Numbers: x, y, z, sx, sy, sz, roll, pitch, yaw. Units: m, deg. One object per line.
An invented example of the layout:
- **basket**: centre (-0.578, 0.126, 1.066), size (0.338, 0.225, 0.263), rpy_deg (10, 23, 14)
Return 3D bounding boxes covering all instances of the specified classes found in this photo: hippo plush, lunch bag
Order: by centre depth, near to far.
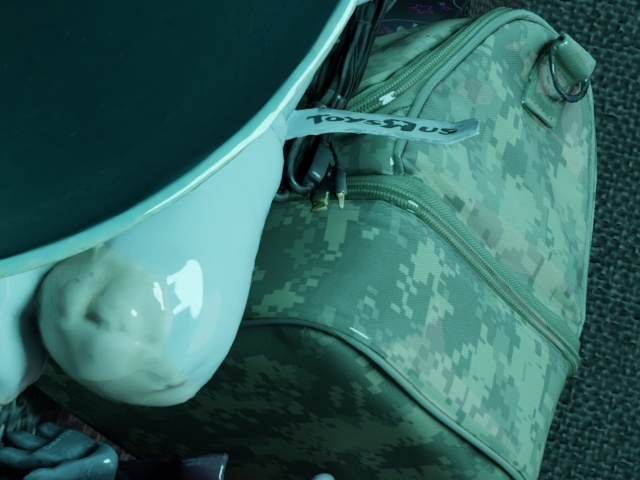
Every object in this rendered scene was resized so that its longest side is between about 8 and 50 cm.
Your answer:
- **hippo plush**: centre (-0.097, -0.087, 0.705), size (0.237, 0.294, 0.234), rpy_deg (73, 9, -51)
- **lunch bag**: centre (0.000, 0.000, 1.083), size (0.212, 0.305, 0.256), rpy_deg (43, 57, -33)

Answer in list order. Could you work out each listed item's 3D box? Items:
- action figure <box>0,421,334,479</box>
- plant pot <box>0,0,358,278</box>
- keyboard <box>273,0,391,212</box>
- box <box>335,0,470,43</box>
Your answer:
- **action figure**: centre (-0.091, 0.292, 1.083), size (0.248, 0.275, 0.370), rpy_deg (-49, 133, -70)
- **plant pot**: centre (-0.148, -0.124, 0.498), size (0.195, 0.290, 0.290), rpy_deg (-11, -118, 64)
- **keyboard**: centre (-0.061, -0.101, 0.964), size (0.033, 0.201, 0.317), rpy_deg (83, 22, -49)
- **box**: centre (0.011, -0.092, 1.443), size (0.247, 0.142, 0.163), rpy_deg (-53, 154, -60)
